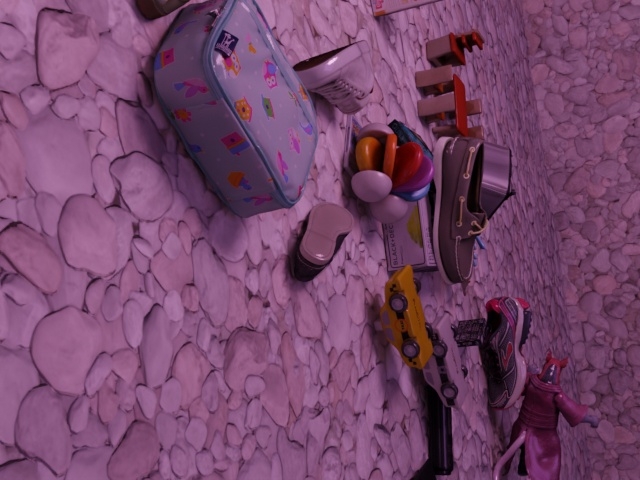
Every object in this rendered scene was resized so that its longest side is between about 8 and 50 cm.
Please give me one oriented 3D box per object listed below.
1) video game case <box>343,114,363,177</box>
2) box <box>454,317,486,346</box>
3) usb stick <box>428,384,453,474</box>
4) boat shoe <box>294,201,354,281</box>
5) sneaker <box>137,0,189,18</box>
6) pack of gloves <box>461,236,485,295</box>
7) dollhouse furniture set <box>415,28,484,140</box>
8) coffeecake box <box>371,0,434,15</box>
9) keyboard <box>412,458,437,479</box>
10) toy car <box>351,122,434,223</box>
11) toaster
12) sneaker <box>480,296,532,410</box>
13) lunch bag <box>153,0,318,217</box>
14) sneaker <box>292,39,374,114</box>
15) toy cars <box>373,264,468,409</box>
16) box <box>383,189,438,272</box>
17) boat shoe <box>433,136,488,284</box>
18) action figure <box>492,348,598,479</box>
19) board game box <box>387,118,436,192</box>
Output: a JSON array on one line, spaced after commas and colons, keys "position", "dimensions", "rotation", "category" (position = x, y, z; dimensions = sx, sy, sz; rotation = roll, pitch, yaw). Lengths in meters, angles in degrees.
[{"position": [0.070, -0.171, 1.608], "dimensions": [0.087, 0.011, 0.122], "rotation": [45, 44, -51], "category": "video game case"}, {"position": [0.364, 0.224, 2.035], "dimensions": [0.018, 0.067, 0.083], "rotation": [66, 28, -27], "category": "box"}, {"position": [0.257, 0.360, 1.799], "dimensions": [0.077, 0.045, 0.278], "rotation": [40, 47, -64], "category": "usb stick"}, {"position": [0.000, 0.000, 1.380], "dimensions": [0.065, 0.075, 0.206], "rotation": [-62, 179, 30], "category": "boat shoe"}, {"position": [-0.164, -0.354, 1.089], "dimensions": [0.064, 0.086, 0.192], "rotation": [66, 30, -30], "category": "sneaker"}, {"position": [0.347, -0.015, 1.979], "dimensions": [0.195, 0.046, 0.232], "rotation": [85, -2, -60], "category": "pack of gloves"}, {"position": [0.347, -0.386, 2.105], "dimensions": [0.262, 0.135, 0.259], "rotation": [23, 62, -61], "category": "dollhouse furniture set"}, {"position": [0.194, -0.570, 1.784], "dimensions": [0.068, 0.186, 0.142], "rotation": [-32, 112, -62], "category": "coffeecake box"}, {"position": [0.199, 0.516, 1.656], "dimensions": [0.180, 0.023, 0.108], "rotation": [-24, 98, -63], "category": "keyboard"}, {"position": [0.144, -0.131, 1.574], "dimensions": [0.182, 0.136, 0.159], "rotation": [48, 41, -49], "category": "toy car"}, {"position": [0.412, -0.149, 2.132], "dimensions": [0.185, 0.110, 0.168], "rotation": [119, -15, -54], "category": "toaster"}, {"position": [0.470, 0.296, 2.207], "dimensions": [0.112, 0.121, 0.299], "rotation": [7, 85, -27], "category": "sneaker"}, {"position": [-0.103, -0.192, 1.141], "dimensions": [0.279, 0.108, 0.224], "rotation": [61, 33, -37], "category": "lunch bag"}, {"position": [0.041, -0.277, 1.469], "dimensions": [0.290, 0.106, 0.123], "rotation": [-40, 116, -62], "category": "sneaker"}, {"position": [0.196, 0.200, 1.661], "dimensions": [0.393, 0.087, 0.176], "rotation": [48, 41, -47], "category": "toy cars"}, {"position": [0.226, -0.017, 1.798], "dimensions": [0.290, 0.087, 0.169], "rotation": [6, 76, -64], "category": "box"}, {"position": [0.287, -0.058, 1.691], "dimensions": [0.109, 0.091, 0.305], "rotation": [-14, 104, -57], "category": "boat shoe"}, {"position": [0.558, 0.459, 2.197], "dimensions": [0.276, 0.248, 0.370], "rotation": [-5, 107, -40], "category": "action figure"}, {"position": [0.224, -0.170, 1.800], "dimensions": [0.126, 0.026, 0.186], "rotation": [19, 36, -56], "category": "board game box"}]
